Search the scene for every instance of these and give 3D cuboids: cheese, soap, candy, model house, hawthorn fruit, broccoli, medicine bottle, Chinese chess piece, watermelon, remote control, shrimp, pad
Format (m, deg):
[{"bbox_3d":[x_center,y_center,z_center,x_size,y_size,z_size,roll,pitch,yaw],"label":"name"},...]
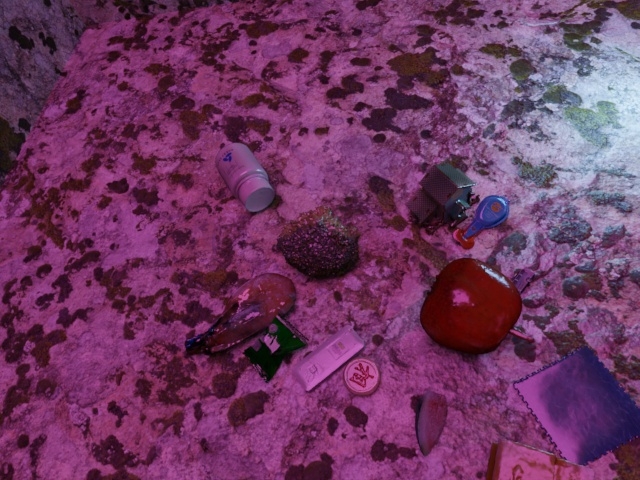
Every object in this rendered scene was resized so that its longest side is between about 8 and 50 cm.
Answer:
[{"bbox_3d":[0.584,-0.072,1.607,0.256,0.037,0.106,-42,79,-6],"label":"cheese"},{"bbox_3d":[0.548,0.688,1.128,0.259,0.143,0.281,11,59,20],"label":"soap"},{"bbox_3d":[-0.156,0.363,1.505,0.141,0.078,0.203,42,88,0],"label":"candy"},{"bbox_3d":[0.455,-0.167,1.600,0.271,0.206,0.178,-31,58,-6],"label":"model house"},{"bbox_3d":[0.478,0.218,1.342,0.330,0.287,0.287,28,70,21],"label":"hawthorn fruit"},{"bbox_3d":[0.002,0.003,1.610,0.288,0.235,0.259,33,70,-11],"label":"broccoli"},{"bbox_3d":[-0.315,-0.265,1.869,0.170,0.170,0.293,-33,59,-6],"label":"medicine bottle"},{"bbox_3d":[0.132,0.435,1.422,0.122,0.051,0.122,-6,59,11],"label":"Chinese chess piece"},{"bbox_3d":[0.319,0.535,1.312,0.094,0.081,0.180,21,83,6],"label":"watermelon"},{"bbox_3d":[0.027,0.392,1.483,0.250,0.034,0.103,-38,59,-8],"label":"remote control"},{"bbox_3d":[-0.290,0.266,1.600,0.446,0.110,0.221,-33,53,-10],"label":"shrimp"},{"bbox_3d":[0.743,0.470,1.275,0.269,0.012,0.269,-28,58,-3],"label":"pad"}]

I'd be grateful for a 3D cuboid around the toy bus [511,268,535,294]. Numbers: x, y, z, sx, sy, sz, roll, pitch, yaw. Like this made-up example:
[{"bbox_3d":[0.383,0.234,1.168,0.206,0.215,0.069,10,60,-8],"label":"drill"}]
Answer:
[{"bbox_3d":[0.652,0.151,1.468,0.052,0.037,0.130,34,74,33],"label":"toy bus"}]
